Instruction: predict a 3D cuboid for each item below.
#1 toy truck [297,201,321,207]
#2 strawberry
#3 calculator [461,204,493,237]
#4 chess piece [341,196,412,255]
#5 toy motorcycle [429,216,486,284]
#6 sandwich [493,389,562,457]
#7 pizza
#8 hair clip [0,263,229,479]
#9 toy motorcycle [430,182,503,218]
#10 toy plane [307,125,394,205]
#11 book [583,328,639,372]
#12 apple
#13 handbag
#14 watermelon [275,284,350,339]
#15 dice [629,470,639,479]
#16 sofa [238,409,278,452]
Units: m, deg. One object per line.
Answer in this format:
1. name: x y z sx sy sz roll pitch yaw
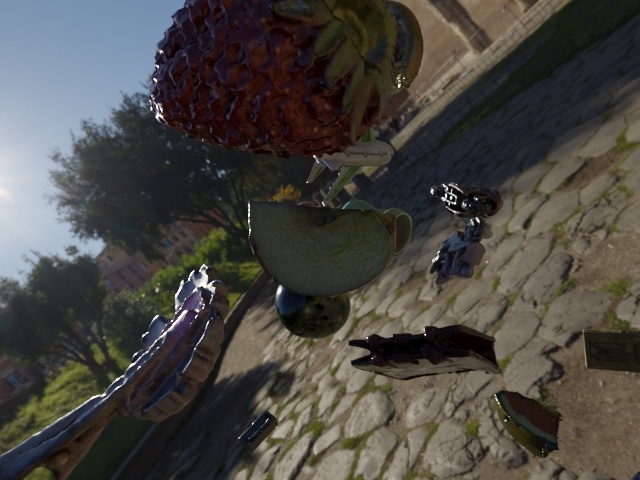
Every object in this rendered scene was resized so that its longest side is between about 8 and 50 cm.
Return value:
1. toy truck: -0.028 -0.055 1.864 0.189 0.239 0.265 -22 15 -16
2. strawberry: -0.067 -0.237 0.577 0.343 0.292 0.292 0 38 44
3. calculator: 0.468 -0.082 1.297 0.041 0.185 0.299 -40 -22 23
4. chess piece: 0.176 -0.062 1.537 0.298 0.176 0.176 24 64 44
5. toy motorcycle: 0.371 0.048 1.107 0.225 0.073 0.152 121 160 -48
6. sandwich: 0.820 0.707 1.625 0.212 0.109 0.292 -22 29 -34
7. pizza: 0.189 -0.538 1.104 0.258 0.087 0.268 23 85 43
8. hair clip: -0.209 0.157 0.451 0.300 0.069 0.173 -42 33 -8
9. toy motorcycle: 0.368 -0.104 1.033 0.212 0.118 0.084 -128 37 -65
10. toy plane: 0.074 -0.200 0.933 0.255 0.101 0.251 -18 -37 -42
11. book: 1.067 0.391 1.459 0.231 0.161 0.026 -5 18 32
12. apple: 0.000 0.000 0.933 0.254 0.346 0.179 -57 -31 -55
13. handbag: 0.230 0.246 0.894 0.260 0.275 0.084 -15 63 31
14. watermelon: -0.029 0.215 1.428 0.269 0.269 0.269 -45 5 5
15. dice: 0.553 0.460 0.634 0.143 0.146 0.146 -3 9 -34
16. sofa: -0.246 0.729 1.601 0.085 0.060 0.147 18 44 40
